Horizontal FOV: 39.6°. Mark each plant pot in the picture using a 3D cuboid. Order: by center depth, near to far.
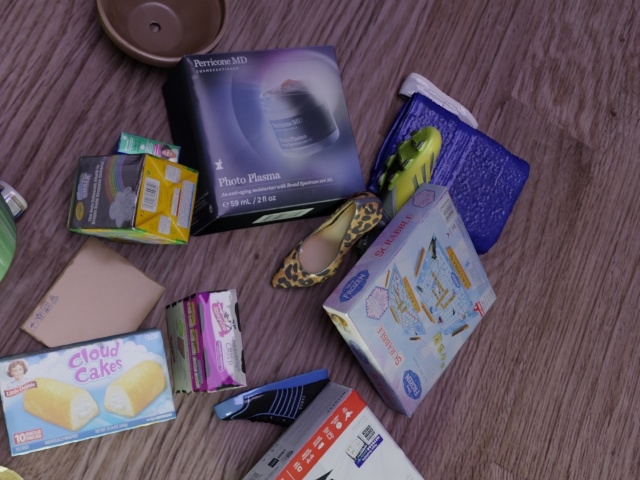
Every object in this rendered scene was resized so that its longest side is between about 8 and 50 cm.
[{"bbox_3d":[-0.294,-0.412,1.621,0.237,0.109,0.238,6,74,-20],"label":"plant pot"}]

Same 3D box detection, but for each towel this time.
[{"bbox_3d":[0.260,-0.133,1.825,0.308,0.076,0.228,29,86,-16],"label":"towel"}]

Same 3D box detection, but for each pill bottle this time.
[{"bbox_3d":[-0.551,-0.037,1.474,0.067,0.067,0.120,43,68,-10],"label":"pill bottle"}]

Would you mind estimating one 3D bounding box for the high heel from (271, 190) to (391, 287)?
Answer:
[{"bbox_3d":[0.000,0.000,1.598,0.261,0.186,0.093,-31,71,6],"label":"high heel"}]

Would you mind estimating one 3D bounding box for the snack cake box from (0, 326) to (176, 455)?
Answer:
[{"bbox_3d":[-0.384,0.242,1.461,0.264,0.089,0.152,-10,92,-18],"label":"snack cake box"}]

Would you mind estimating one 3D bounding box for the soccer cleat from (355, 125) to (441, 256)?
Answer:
[{"bbox_3d":[0.167,-0.083,1.715,0.121,0.093,0.289,21,108,-20],"label":"soccer cleat"}]

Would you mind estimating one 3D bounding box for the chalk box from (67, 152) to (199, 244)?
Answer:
[{"bbox_3d":[-0.334,-0.068,1.514,0.132,0.213,0.133,18,77,-52],"label":"chalk box"}]

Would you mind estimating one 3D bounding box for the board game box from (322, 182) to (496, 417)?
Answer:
[{"bbox_3d":[0.180,0.114,1.671,0.318,0.065,0.319,-49,131,-23],"label":"board game box"}]

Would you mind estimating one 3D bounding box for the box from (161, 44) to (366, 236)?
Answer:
[{"bbox_3d":[-0.106,-0.185,1.626,0.296,0.182,0.294,-10,83,-24],"label":"box"}]

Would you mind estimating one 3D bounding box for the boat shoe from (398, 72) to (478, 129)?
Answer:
[{"bbox_3d":[0.244,-0.274,1.854,0.184,0.066,0.063,36,83,-15],"label":"boat shoe"}]

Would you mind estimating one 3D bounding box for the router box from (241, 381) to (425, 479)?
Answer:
[{"bbox_3d":[0.013,0.474,1.568,0.335,0.082,0.301,-46,114,-22],"label":"router box"}]

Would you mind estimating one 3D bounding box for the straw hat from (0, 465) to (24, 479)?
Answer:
[{"bbox_3d":[-0.537,0.418,1.400,0.144,0.061,0.145,4,84,-39],"label":"straw hat"}]

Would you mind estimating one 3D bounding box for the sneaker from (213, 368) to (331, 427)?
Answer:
[{"bbox_3d":[-0.075,0.300,1.603,0.232,0.081,0.091,-13,80,-24],"label":"sneaker"}]

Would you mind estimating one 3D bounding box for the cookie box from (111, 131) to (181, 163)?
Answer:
[{"bbox_3d":[-0.313,-0.149,1.580,0.107,0.092,0.040,12,73,-20],"label":"cookie box"}]

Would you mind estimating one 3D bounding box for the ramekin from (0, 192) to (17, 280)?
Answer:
[{"bbox_3d":[-0.609,-0.009,1.330,0.303,0.148,0.304,-6,54,8],"label":"ramekin"}]

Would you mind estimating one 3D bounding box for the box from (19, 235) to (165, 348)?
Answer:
[{"bbox_3d":[-0.390,0.117,1.538,0.164,0.021,0.201,38,68,-12],"label":"box"}]

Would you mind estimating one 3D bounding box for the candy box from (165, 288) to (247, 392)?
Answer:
[{"bbox_3d":[-0.195,0.173,1.492,0.071,0.233,0.159,-4,83,-23],"label":"candy box"}]
